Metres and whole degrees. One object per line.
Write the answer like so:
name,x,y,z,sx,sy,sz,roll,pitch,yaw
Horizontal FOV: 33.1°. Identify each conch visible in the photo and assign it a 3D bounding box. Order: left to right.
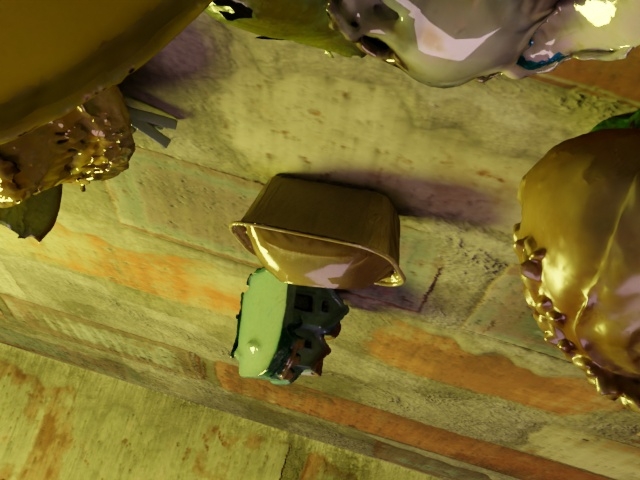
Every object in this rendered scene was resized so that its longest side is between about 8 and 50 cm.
conch,-0.044,-0.170,0.676,0.095,0.079,0.201,29,178,28

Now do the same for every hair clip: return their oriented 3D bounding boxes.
hair clip,-0.191,-0.122,1.011,0.115,0.030,0.039,23,180,-11

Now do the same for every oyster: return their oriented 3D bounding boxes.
oyster,0.094,-0.153,0.573,0.223,0.083,0.214,7,163,13

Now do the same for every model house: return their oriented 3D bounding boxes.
model house,-0.020,0.113,1.380,0.149,0.148,0.119,14,162,-33

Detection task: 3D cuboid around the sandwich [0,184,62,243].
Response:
sandwich,-0.341,-0.078,1.138,0.090,0.088,0.244,31,179,-43

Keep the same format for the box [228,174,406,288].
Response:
box,0.000,0.000,1.065,0.177,0.111,0.111,9,160,22

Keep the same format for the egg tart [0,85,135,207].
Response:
egg tart,-0.305,-0.116,0.919,0.294,0.123,0.294,22,154,11

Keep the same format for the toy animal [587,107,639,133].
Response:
toy animal,0.250,-0.087,0.694,0.075,0.041,0.217,17,166,-8

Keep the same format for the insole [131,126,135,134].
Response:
insole,-0.221,-0.104,1.123,0.045,0.002,0.135,23,161,-19

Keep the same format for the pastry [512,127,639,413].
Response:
pastry,0.279,0.034,0.701,0.316,0.184,0.284,7,176,40

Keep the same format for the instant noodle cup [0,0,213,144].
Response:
instant noodle cup,-0.174,-0.215,0.317,0.326,0.325,0.254,14,152,10
